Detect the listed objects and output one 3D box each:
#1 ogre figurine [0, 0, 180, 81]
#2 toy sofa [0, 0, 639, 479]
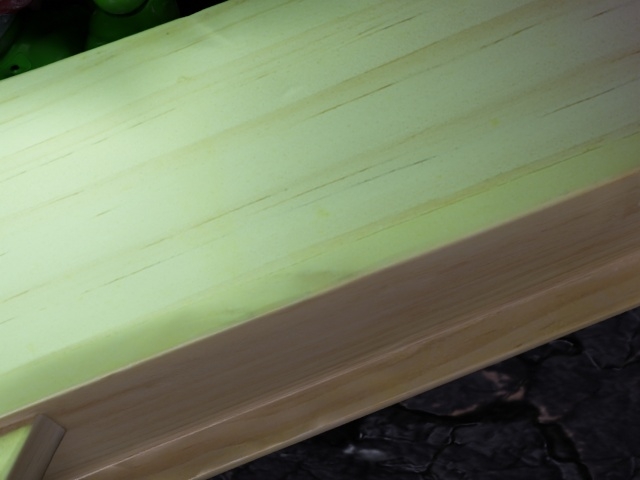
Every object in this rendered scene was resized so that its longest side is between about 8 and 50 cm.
[{"bbox_3d":[-0.132,-0.090,0.618,0.197,0.097,0.118,-27,119,18],"label":"ogre figurine"},{"bbox_3d":[0.000,0.000,0.596,0.362,0.177,0.150,-22,163,-1],"label":"toy sofa"}]
